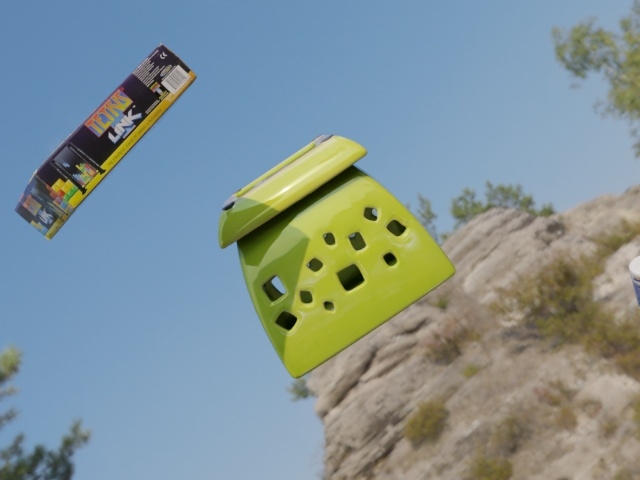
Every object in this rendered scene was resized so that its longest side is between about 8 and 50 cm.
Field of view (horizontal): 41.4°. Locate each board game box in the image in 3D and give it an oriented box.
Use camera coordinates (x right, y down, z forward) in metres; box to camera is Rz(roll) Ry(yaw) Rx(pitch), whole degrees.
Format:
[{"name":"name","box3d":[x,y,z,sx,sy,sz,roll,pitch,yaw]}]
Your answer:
[{"name":"board game box","box3d":[-0.201,-0.088,0.782,0.170,0.048,0.141,-54,15,-26]}]

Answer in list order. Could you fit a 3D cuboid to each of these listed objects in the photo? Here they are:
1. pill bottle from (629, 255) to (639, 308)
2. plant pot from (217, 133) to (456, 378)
[{"name":"pill bottle","box3d":[0.583,0.087,1.477,0.067,0.067,0.120,-34,-63,-22]},{"name":"plant pot","box3d":[0.000,0.000,1.024,0.227,0.207,0.228,-33,9,1]}]
